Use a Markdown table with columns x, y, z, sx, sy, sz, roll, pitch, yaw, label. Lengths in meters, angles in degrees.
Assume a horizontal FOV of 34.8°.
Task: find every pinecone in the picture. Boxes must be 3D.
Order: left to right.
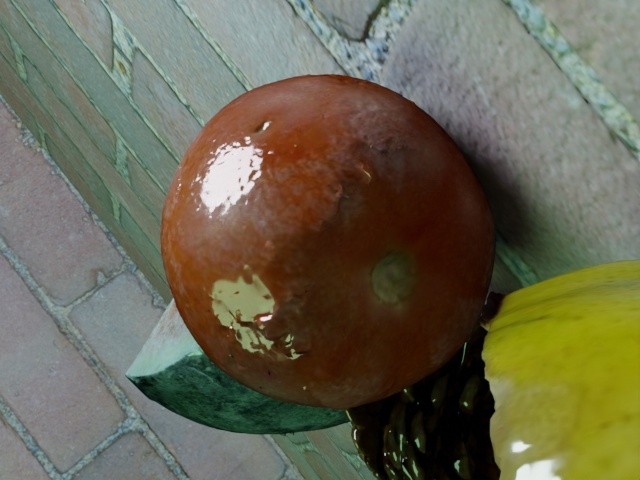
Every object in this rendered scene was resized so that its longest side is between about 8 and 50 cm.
| x | y | z | sx | sy | sz | roll | pitch | yaw | label |
| --- | --- | --- | --- | --- | --- | --- | --- | --- | --- |
| 0.104 | 0.132 | 0.744 | 0.179 | 0.150 | 0.195 | 59 | 162 | -23 | pinecone |

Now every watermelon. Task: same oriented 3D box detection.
| x | y | z | sx | sy | sz | roll | pitch | yaw | label |
| --- | --- | --- | --- | --- | --- | --- | --- | --- | --- |
| -0.049 | 0.077 | 0.989 | 0.320 | 0.289 | 0.214 | 55 | -160 | -60 | watermelon |

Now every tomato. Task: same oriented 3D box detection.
| x | y | z | sx | sy | sz | roll | pitch | yaw | label |
| --- | --- | --- | --- | --- | --- | --- | --- | --- | --- |
| 0.000 | 0.000 | 0.651 | 0.184 | 0.208 | 0.208 | 29 | 152 | 57 | tomato |

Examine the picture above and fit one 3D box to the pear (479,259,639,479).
| x | y | z | sx | sy | sz | roll | pitch | yaw | label |
| --- | --- | --- | --- | --- | --- | --- | --- | --- | --- |
| 0.198 | 0.164 | 0.373 | 0.386 | 0.191 | 0.340 | -90 | -26 | -45 | pear |
